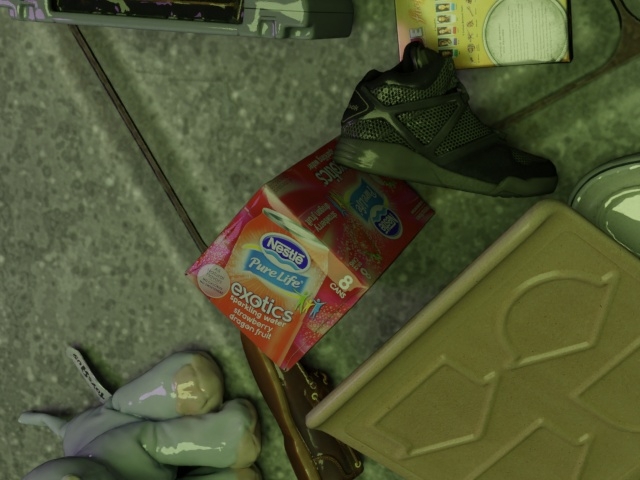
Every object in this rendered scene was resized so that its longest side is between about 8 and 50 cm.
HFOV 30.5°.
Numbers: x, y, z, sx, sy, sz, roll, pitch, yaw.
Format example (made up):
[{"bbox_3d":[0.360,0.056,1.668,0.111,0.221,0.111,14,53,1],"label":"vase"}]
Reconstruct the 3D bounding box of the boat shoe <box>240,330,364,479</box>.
[{"bbox_3d":[-0.019,0.173,1.256,0.073,0.073,0.206,-26,101,-17],"label":"boat shoe"}]

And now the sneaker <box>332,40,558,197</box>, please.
[{"bbox_3d":[0.131,-0.110,1.092,0.228,0.087,0.130,11,96,-18],"label":"sneaker"}]

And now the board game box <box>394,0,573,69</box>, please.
[{"bbox_3d":[0.147,-0.284,1.097,0.165,0.042,0.243,-1,104,17],"label":"board game box"}]

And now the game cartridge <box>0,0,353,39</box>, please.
[{"bbox_3d":[-0.128,-0.224,1.109,0.297,0.198,0.062,6,106,14],"label":"game cartridge"}]

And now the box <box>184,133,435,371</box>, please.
[{"bbox_3d":[0.000,0.000,1.098,0.128,0.257,0.122,45,114,2],"label":"box"}]

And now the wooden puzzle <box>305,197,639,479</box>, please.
[{"bbox_3d":[0.209,0.132,1.108,0.348,0.080,0.322,31,119,-26],"label":"wooden puzzle"}]

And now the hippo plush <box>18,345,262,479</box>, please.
[{"bbox_3d":[-0.208,0.242,1.232,0.294,0.236,0.234,38,111,4],"label":"hippo plush"}]

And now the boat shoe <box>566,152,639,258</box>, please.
[{"bbox_3d":[0.398,0.015,1.040,0.367,0.156,0.135,16,108,12],"label":"boat shoe"}]
